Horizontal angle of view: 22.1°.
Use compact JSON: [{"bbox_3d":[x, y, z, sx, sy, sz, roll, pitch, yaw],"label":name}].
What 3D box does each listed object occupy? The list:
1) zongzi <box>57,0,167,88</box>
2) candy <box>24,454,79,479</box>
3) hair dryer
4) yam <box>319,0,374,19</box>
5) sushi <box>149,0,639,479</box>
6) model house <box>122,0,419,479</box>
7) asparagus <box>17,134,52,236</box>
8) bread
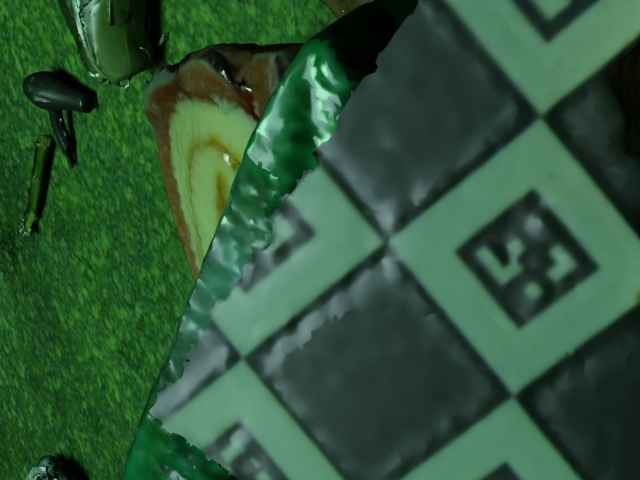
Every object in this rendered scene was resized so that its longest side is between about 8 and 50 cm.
[{"bbox_3d":[-0.129,-0.164,1.097,0.119,0.055,0.109,-18,93,49],"label":"zongzi"},{"bbox_3d":[-0.240,0.303,1.537,0.094,0.051,0.226,26,127,47],"label":"candy"},{"bbox_3d":[-0.195,-0.091,1.278,0.079,0.031,0.083,22,139,42],"label":"hair dryer"},{"bbox_3d":[0.032,-0.141,0.821,0.141,0.079,0.079,48,143,35],"label":"yam"},{"bbox_3d":[0.166,0.028,0.510,0.339,0.069,0.320,35,110,5],"label":"sushi"},{"bbox_3d":[0.101,0.054,0.661,0.248,0.230,0.281,35,129,16],"label":"model house"},{"bbox_3d":[-0.239,-0.043,1.376,0.018,0.015,0.127,64,150,30],"label":"asparagus"},{"bbox_3d":[-0.006,-0.001,0.913,0.190,0.123,0.244,16,120,57],"label":"bread"}]
